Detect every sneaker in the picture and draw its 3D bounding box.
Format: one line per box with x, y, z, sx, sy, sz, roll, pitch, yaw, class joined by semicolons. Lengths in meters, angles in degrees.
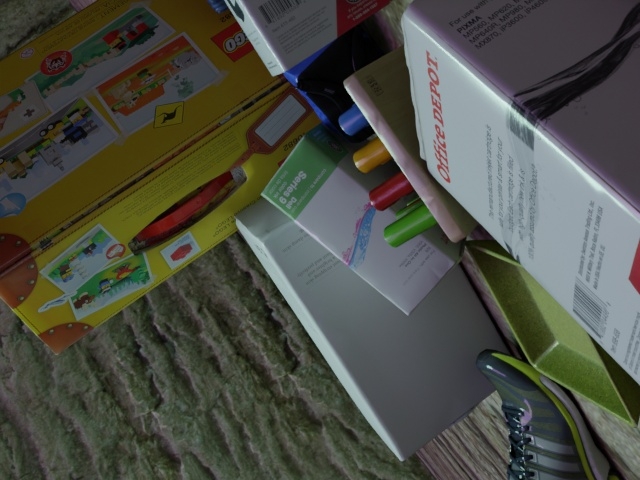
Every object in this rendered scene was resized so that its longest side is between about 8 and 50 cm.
0.287;0.273;1.196;0.300;0.121;0.111;55;170;-5;sneaker

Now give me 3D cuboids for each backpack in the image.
0.026;-0.175;0.992;0.120;0.098;0.101;45;-174;-33;backpack

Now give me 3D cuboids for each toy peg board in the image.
0.081;-0.081;0.818;0.161;0.079;0.161;54;-145;-4;toy peg board

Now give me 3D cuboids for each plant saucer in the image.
0.248;0.080;0.945;0.188;0.045;0.188;58;170;-21;plant saucer

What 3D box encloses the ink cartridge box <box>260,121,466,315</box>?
0.057;-0.033;1.035;0.212;0.093;0.154;38;-160;0;ink cartridge box

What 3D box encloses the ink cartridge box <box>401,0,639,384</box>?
0.185;-0.045;0.602;0.273;0.114;0.197;49;170;29;ink cartridge box

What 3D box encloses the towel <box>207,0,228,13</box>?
-0.141;-0.365;1.206;0.029;0.067;0.119;38;162;53;towel

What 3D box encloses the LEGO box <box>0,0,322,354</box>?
-0.270;-0.148;1.293;0.372;0.500;0.193;48;168;36;LEGO box

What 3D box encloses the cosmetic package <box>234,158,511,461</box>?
0.081;0.079;1.254;0.385;0.217;0.156;60;170;-22;cosmetic package

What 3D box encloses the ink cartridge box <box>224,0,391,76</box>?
-0.035;-0.265;0.869;0.175;0.127;0.072;57;172;-12;ink cartridge box
